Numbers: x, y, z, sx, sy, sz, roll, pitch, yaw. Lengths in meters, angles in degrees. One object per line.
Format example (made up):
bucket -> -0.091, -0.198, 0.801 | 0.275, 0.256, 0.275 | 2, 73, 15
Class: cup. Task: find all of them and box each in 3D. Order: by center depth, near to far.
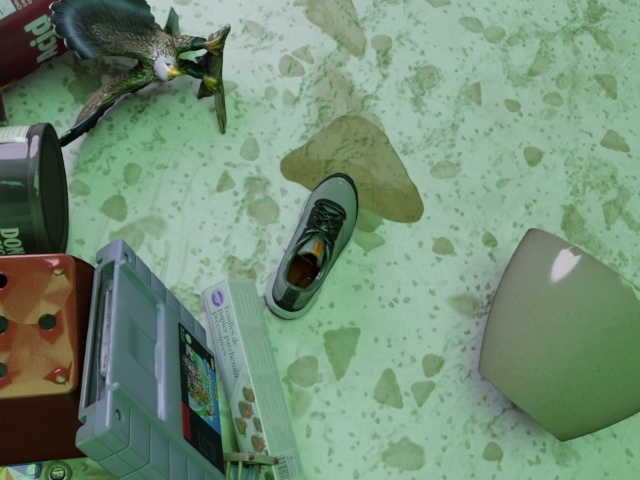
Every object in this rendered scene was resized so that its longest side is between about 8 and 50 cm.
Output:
cup -> 0.389, 0.173, 1.218 | 0.331, 0.331, 0.237 | 40, 91, 1

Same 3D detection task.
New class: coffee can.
coffee can -> -0.511, -0.058, 1.069 | 0.275, 0.201, 0.202 | -4, 71, -8

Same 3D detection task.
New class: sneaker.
sneaker -> 0.000, 0.000, 1.259 | 0.100, 0.108, 0.272 | 25, 65, -3

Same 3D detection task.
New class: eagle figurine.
eagle figurine -> -0.289, -0.280, 1.215 | 0.298, 0.225, 0.226 | -11, 84, -26

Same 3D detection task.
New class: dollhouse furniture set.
dollhouse furniture set -> -0.165, 0.348, 1.027 | 0.183, 0.129, 0.129 | 27, 59, -47

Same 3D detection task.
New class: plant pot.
plant pot -> -0.411, 0.144, 1.014 | 0.267, 0.236, 0.267 | -2, 67, -17

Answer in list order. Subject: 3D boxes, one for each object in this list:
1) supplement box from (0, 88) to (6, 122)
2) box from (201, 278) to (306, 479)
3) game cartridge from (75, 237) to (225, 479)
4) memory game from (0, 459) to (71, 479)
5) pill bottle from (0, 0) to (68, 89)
supplement box -> -0.533, -0.193, 1.020 | 0.188, 0.081, 0.104 | -17, 32, -30
box -> -0.103, 0.218, 1.164 | 0.067, 0.063, 0.324 | 2, 66, -51
game cartridge -> -0.212, 0.178, 0.998 | 0.068, 0.230, 0.355 | -32, 35, 11
memory game -> -0.443, 0.314, 1.074 | 0.186, 0.012, 0.186 | 5, 69, -14
pill bottle -> -0.515, -0.355, 1.183 | 0.392, 0.224, 0.224 | -40, 85, -24
